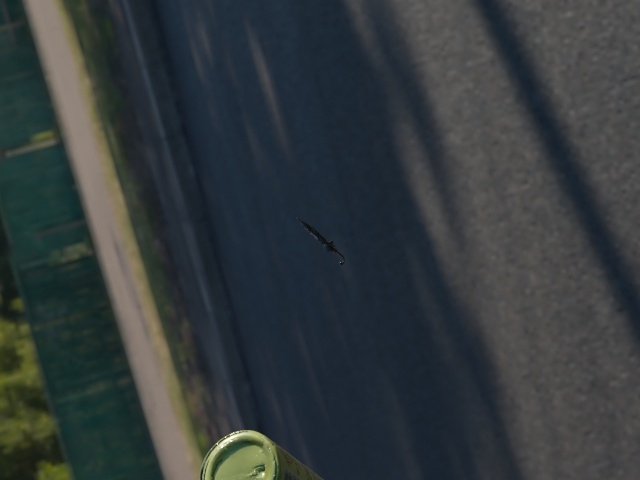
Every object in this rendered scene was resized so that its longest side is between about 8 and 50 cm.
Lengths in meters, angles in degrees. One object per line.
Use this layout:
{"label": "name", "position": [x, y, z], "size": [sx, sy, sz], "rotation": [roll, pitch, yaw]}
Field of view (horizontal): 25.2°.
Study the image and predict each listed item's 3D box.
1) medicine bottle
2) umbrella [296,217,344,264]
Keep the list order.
{"label": "medicine bottle", "position": [-0.052, 0.339, 1.843], "size": [0.239, 0.124, 0.124], "rotation": [48, -168, -49]}
{"label": "umbrella", "position": [0.001, -0.004, 2.353], "size": [0.149, 0.022, 0.022], "rotation": [47, -137, -42]}
